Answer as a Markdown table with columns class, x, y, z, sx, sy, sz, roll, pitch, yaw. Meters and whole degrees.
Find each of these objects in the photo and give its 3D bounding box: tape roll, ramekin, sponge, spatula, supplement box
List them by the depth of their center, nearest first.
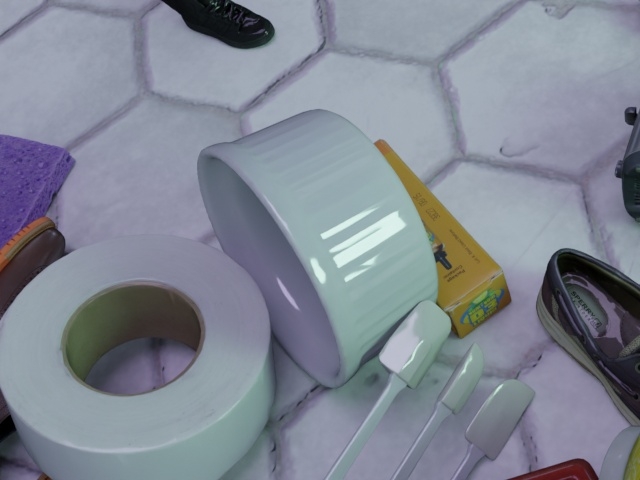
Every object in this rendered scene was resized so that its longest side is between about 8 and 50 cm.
| class | x | y | z | sx | sy | sz | roll | pitch | yaw |
| --- | --- | --- | --- | --- | --- | --- | --- | --- | --- |
| spatula | 0.092 | 0.197 | 1.210 | 0.242 | 0.168 | 0.019 | -54 | 24 | -14 |
| ramekin | 0.000 | 0.000 | 1.280 | 0.135 | 0.277 | 0.277 | -30 | 54 | -16 |
| tape roll | -0.190 | 0.128 | 1.302 | 0.286 | 0.100 | 0.286 | -1 | 49 | 2 |
| supplement box | 0.108 | -0.004 | 1.364 | 0.078 | 0.080 | 0.233 | -35 | 53 | -5 |
| sponge | -0.407 | -0.036 | 1.574 | 0.117 | 0.031 | 0.210 | 13 | 64 | 24 |

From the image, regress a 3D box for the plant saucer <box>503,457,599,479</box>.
| class | x | y | z | sx | sy | sz | roll | pitch | yaw |
| --- | --- | --- | --- | --- | --- | --- | --- | --- | --- |
| plant saucer | 0.180 | 0.317 | 1.098 | 0.259 | 0.048 | 0.258 | -14 | 49 | -13 |

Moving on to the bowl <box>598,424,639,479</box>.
| class | x | y | z | sx | sy | sz | roll | pitch | yaw |
| --- | --- | --- | --- | --- | --- | --- | --- | --- | --- |
| bowl | 0.327 | 0.224 | 1.046 | 0.156 | 0.289 | 0.289 | 3 | 58 | 39 |

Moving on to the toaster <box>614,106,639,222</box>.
| class | x | y | z | sx | sy | sz | roll | pitch | yaw |
| --- | --- | --- | --- | --- | --- | --- | --- | --- | --- |
| toaster | 0.426 | -0.096 | 1.292 | 0.227 | 0.129 | 0.146 | 6 | 58 | 19 |

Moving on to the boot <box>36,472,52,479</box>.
| class | x | y | z | sx | sy | sz | roll | pitch | yaw |
| --- | --- | --- | --- | --- | --- | --- | --- | --- | --- |
| boot | -0.217 | 0.257 | 1.305 | 0.152 | 0.073 | 0.197 | -2 | 61 | 11 |

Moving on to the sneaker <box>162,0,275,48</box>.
| class | x | y | z | sx | sy | sz | roll | pitch | yaw |
| --- | --- | --- | --- | --- | --- | --- | --- | --- | --- |
| sneaker | -0.145 | -0.307 | 1.628 | 0.170 | 0.089 | 0.051 | 19 | 66 | 27 |

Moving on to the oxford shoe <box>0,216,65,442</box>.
| class | x | y | z | sx | sy | sz | roll | pitch | yaw |
| --- | --- | --- | --- | --- | --- | --- | --- | --- | --- |
| oxford shoe | -0.361 | 0.138 | 1.417 | 0.132 | 0.130 | 0.364 | 24 | 62 | -2 |

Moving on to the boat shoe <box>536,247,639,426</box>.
| class | x | y | z | sx | sy | sz | roll | pitch | yaw |
| --- | --- | --- | --- | --- | --- | --- | --- | --- | --- |
| boat shoe | 0.318 | 0.112 | 1.213 | 0.103 | 0.092 | 0.285 | -37 | 56 | -10 |
